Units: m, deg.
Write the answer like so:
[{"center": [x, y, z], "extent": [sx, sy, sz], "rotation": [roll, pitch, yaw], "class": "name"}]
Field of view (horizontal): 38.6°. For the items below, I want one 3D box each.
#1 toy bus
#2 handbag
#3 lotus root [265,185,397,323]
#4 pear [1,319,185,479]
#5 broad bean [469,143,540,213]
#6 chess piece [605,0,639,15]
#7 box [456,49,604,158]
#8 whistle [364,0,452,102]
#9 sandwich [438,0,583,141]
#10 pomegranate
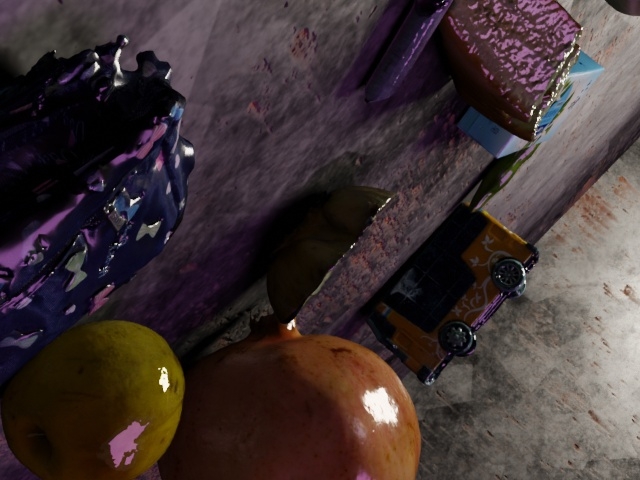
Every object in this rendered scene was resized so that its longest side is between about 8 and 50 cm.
[{"center": [0.250, 0.102, 1.739], "extent": [0.323, 0.194, 0.162], "rotation": [-50, 164, 1], "class": "toy bus"}, {"center": [-0.183, -0.007, 0.540], "extent": [0.260, 0.113, 0.162], "rotation": [-41, 168, -20], "class": "handbag"}, {"center": [-0.002, 0.002, 1.084], "extent": [0.203, 0.078, 0.183], "rotation": [-51, 178, 41], "class": "lotus root"}, {"center": [-0.196, 0.147, 0.820], "extent": [0.162, 0.149, 0.149], "rotation": [-23, 152, -46], "class": "pear"}, {"center": [0.364, -0.164, 1.648], "extent": [0.297, 0.043, 0.060], "rotation": [-48, 174, 5], "class": "broad bean"}, {"center": [0.487, -0.419, 1.156], "extent": [0.330, 0.182, 0.182], "rotation": [-40, 164, 1], "class": "chess piece"}, {"center": [0.309, -0.210, 1.329], "extent": [0.232, 0.083, 0.142], "rotation": [-19, 148, -55], "class": "box"}, {"center": [0.093, -0.205, 0.890], "extent": [0.033, 0.033, 0.176], "rotation": [-26, 154, -50], "class": "whistle"}, {"center": [0.209, -0.208, 1.012], "extent": [0.122, 0.128, 0.235], "rotation": [-56, 163, 5], "class": "sandwich"}, {"center": [-0.045, 0.241, 1.179], "extent": [0.338, 0.338, 0.338], "rotation": [-41, 163, -15], "class": "pomegranate"}]
